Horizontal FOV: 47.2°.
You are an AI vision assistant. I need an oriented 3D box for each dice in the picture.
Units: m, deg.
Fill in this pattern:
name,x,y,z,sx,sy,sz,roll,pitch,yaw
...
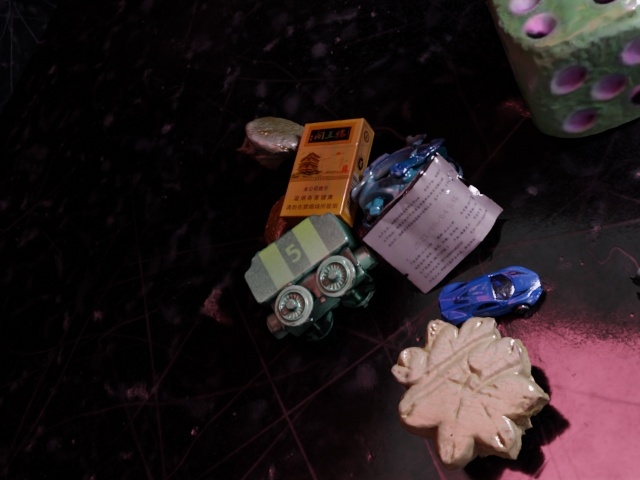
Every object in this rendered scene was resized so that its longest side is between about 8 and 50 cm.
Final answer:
name,x,y,z,sx,sy,sz,roll,pitch,yaw
dice,0.548,-0.435,1.529,0.319,0.330,0.322,-22,53,18

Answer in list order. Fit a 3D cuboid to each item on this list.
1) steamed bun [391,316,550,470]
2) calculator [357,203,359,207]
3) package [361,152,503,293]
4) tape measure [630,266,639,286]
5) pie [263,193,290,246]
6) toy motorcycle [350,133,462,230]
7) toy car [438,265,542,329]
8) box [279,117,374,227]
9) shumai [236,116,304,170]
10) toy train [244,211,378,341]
name,x,y,z,sx,sy,sz,roll,pitch,yaw
steamed bun,0.289,0.299,1.400,0.296,0.137,0.292,-2,62,24
calculator,0.044,-0.149,1.865,0.146,0.032,0.235,-47,49,0
package,0.241,-0.036,1.583,0.251,0.204,0.062,-49,6,2
tape measure,0.723,-0.035,1.352,0.164,0.084,0.330,31,83,37
pie,-0.107,-0.049,1.900,0.088,0.033,0.191,9,69,39
toy motorcycle,0.193,-0.133,1.693,0.260,0.154,0.206,-31,42,5
toy car,0.345,0.113,1.512,0.216,0.063,0.103,-21,54,20
box,0.018,-0.166,1.819,0.174,0.076,0.274,1,65,30
shumai,-0.122,-0.249,1.966,0.201,0.201,0.120,39,129,40
toy train,-0.019,0.082,1.670,0.299,0.167,0.238,-36,62,8
